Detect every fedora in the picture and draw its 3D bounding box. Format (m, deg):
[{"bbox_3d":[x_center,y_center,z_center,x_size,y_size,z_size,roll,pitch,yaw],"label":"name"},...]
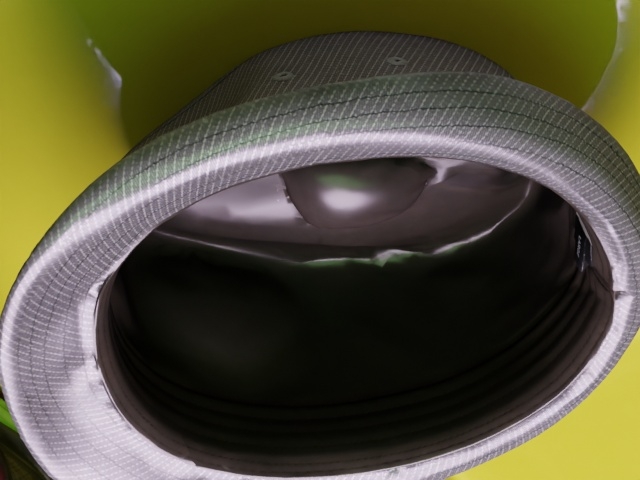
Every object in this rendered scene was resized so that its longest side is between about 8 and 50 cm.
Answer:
[{"bbox_3d":[0.000,0.000,0.768,0.275,0.124,0.244,-16,134,3],"label":"fedora"}]

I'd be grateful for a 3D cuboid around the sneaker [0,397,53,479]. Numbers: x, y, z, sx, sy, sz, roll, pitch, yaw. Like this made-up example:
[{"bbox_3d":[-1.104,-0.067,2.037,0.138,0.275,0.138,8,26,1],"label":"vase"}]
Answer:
[{"bbox_3d":[-0.224,0.116,0.825,0.185,0.202,0.483,-6,133,6],"label":"sneaker"}]
